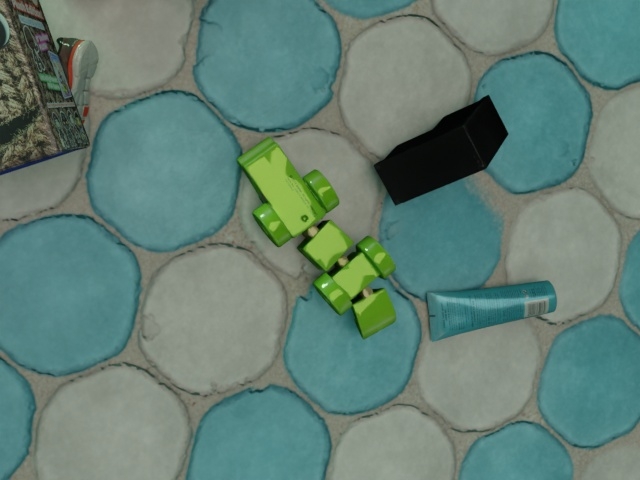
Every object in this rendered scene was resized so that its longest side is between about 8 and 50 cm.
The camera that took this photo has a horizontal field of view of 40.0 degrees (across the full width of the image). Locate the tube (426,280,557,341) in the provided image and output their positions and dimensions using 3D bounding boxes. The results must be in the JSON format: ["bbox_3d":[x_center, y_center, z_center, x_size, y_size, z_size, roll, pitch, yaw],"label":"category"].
[{"bbox_3d":[0.272,0.106,1.404,0.207,0.052,0.080,-9,92,-10],"label":"tube"}]

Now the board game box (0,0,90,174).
[{"bbox_3d":[-0.457,-0.216,1.084,0.232,0.141,0.290,-18,98,2],"label":"board game box"}]

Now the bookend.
[{"bbox_3d":[0.185,-0.138,1.333,0.157,0.156,0.072,-22,104,31],"label":"bookend"}]

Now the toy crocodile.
[{"bbox_3d":[0.000,0.000,1.294,0.115,0.105,0.340,-41,99,-9],"label":"toy crocodile"}]

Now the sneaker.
[{"bbox_3d":[-0.354,-0.203,1.199,0.065,0.061,0.157,21,95,15],"label":"sneaker"}]
